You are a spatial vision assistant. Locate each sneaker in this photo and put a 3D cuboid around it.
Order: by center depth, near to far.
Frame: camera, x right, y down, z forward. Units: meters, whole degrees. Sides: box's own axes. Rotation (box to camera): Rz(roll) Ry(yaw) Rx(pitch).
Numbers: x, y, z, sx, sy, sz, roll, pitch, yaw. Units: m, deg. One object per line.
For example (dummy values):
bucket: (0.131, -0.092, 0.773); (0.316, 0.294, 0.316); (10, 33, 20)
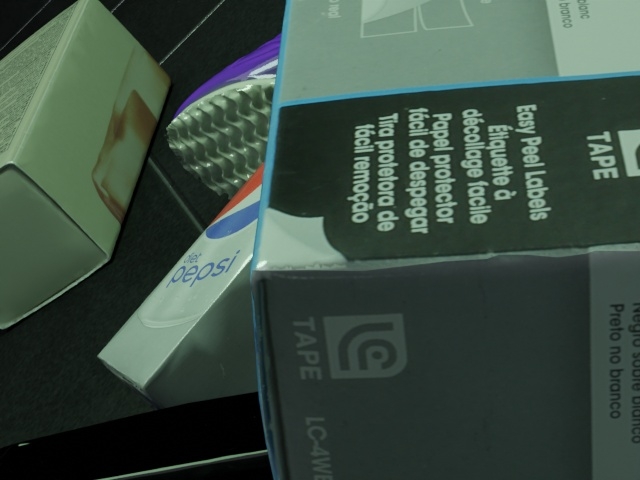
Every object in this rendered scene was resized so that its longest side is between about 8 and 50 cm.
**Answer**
sneaker: (0.022, -0.132, 1.129); (0.293, 0.102, 0.146); (-24, 27, 29)

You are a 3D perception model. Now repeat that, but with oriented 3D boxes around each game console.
game console: (-0.086, 0.137, 0.692); (0.213, 0.044, 0.361); (-11, 8, 8)

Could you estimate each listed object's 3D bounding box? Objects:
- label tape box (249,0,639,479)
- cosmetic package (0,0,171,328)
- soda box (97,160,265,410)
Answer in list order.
label tape box: (0.159, -0.031, 0.520); (0.347, 0.115, 0.249); (-5, 34, 6)
cosmetic package: (-0.253, -0.079, 1.431); (0.153, 0.129, 0.296); (-30, 28, 28)
soda box: (0.000, 0.000, 0.942); (0.286, 0.098, 0.091); (-50, 24, -10)
